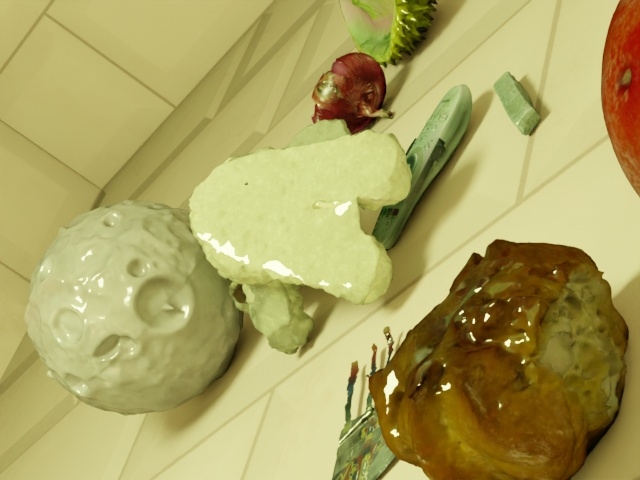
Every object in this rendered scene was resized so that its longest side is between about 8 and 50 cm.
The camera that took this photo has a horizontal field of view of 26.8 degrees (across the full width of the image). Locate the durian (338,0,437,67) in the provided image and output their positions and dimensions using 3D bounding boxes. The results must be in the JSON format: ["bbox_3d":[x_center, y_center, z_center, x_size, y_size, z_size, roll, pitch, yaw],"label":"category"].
[{"bbox_3d":[0.101,-0.397,2.283,0.158,0.169,0.352,-55,17,-4],"label":"durian"}]

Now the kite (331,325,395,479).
[{"bbox_3d":[0.053,0.194,1.492,0.141,0.015,0.245,-44,22,29],"label":"kite"}]

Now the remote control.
[{"bbox_3d":[0.136,-0.095,1.797,0.256,0.045,0.097,-59,14,-5],"label":"remote control"}]

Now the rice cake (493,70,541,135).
[{"bbox_3d":[0.244,-0.172,1.669,0.033,0.029,0.171,-45,17,16],"label":"rice cake"}]

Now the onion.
[{"bbox_3d":[0.067,-0.222,2.181,0.150,0.140,0.150,-38,-32,-29],"label":"onion"}]

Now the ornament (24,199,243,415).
[{"bbox_3d":[-0.278,0.104,2.062,0.337,0.337,0.337,-49,17,20],"label":"ornament"}]

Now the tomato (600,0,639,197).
[{"bbox_3d":[0.359,-0.200,1.197,0.338,0.143,0.338,-48,20,23],"label":"tomato"}]

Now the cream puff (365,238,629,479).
[{"bbox_3d":[0.155,0.115,1.130,0.241,0.155,0.269,-46,10,10],"label":"cream puff"}]

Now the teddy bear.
[{"bbox_3d":[0.000,0.000,1.854,0.375,0.362,0.328,4,76,28],"label":"teddy bear"}]
